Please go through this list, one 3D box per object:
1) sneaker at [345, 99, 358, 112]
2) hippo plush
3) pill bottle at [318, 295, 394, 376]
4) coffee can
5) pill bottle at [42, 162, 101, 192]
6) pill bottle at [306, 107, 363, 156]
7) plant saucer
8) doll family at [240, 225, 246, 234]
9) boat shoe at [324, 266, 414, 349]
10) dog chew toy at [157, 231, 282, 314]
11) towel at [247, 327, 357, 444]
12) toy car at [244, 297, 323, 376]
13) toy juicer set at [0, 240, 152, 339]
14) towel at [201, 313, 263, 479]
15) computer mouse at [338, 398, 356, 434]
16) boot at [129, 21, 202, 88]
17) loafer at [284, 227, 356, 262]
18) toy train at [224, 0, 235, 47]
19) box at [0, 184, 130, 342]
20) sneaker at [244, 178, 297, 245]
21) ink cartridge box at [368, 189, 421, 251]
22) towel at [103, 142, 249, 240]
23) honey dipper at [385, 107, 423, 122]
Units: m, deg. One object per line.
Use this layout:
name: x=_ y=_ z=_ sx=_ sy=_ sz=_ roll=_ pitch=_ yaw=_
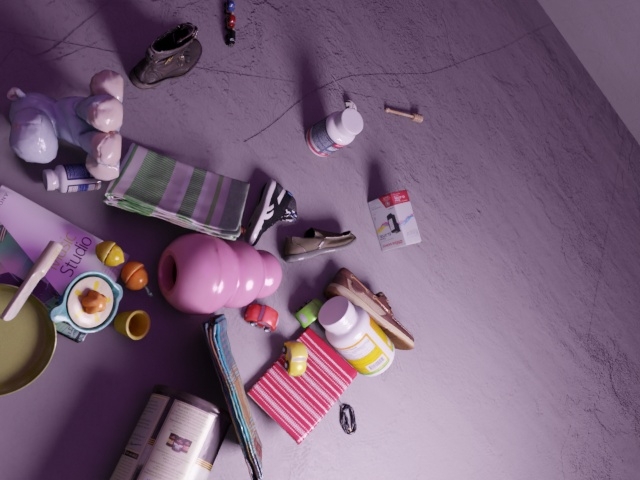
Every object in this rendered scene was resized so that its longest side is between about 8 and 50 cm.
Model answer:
sneaker: x=0.104 y=-0.429 z=1.948 sx=0.037 sy=0.032 sz=0.083 roll=-39 pitch=100 yaw=-35
hippo plush: x=-0.569 y=-0.286 z=1.303 sx=0.236 sy=0.234 sz=0.294 roll=2 pitch=53 yaw=-21
pill bottle: x=0.100 y=0.270 z=1.669 sx=0.246 sy=0.136 sz=0.136 roll=51 pitch=55 yaw=-33
coffee can: x=-0.342 y=0.492 z=1.309 sx=0.201 sy=0.201 sz=0.275 roll=34 pitch=62 yaw=-23
pill bottle: x=-0.589 y=-0.148 z=1.383 sx=0.120 sy=0.067 sz=0.067 roll=-10 pitch=84 yaw=-36
pill bottle: x=0.045 y=-0.334 z=1.792 sx=0.108 sy=0.180 sz=0.108 roll=9 pitch=74 yaw=-32
plant saucer: x=-0.681 y=0.205 z=1.214 sx=0.241 sy=0.037 sz=0.241 roll=-3 pitch=98 yaw=-24
doll family: x=-0.264 y=-0.082 z=1.589 sx=0.111 sy=0.076 sz=0.193 roll=6 pitch=80 yaw=-38
boat shoe: x=0.169 y=0.208 z=1.783 sx=0.342 sy=0.123 sz=0.123 roll=37 pitch=61 yaw=-14
dog chew toy: x=-0.240 y=0.085 z=1.492 sx=0.331 sy=0.206 sz=0.207 roll=4 pitch=76 yaw=-42
towel: x=-0.044 y=0.391 z=1.605 sx=0.199 sy=0.031 sz=0.275 roll=42 pitch=56 yaw=7
toy car: x=-0.065 y=0.228 z=1.628 sx=0.225 sy=0.053 sz=0.239 roll=-36 pitch=86 yaw=-36
toy juicer set: x=-0.496 y=0.096 z=1.272 sx=0.329 sy=0.089 sz=0.209 roll=23 pitch=73 yaw=-52
towel: x=-0.203 y=0.361 z=1.411 sx=0.040 sy=0.271 sz=0.370 roll=-18 pitch=89 yaw=-6
computer mouse: x=0.052 y=0.449 z=1.688 sx=0.071 sy=0.041 sz=0.242 roll=-29 pitch=95 yaw=-37
boot: x=-0.370 y=-0.497 z=1.519 sx=0.091 sy=0.229 sz=0.263 roll=52 pitch=56 yaw=-13
loafer: x=0.000 y=0.000 z=1.731 sx=0.251 sy=0.094 sz=0.087 roll=-14 pitch=91 yaw=-36
toy train: x=-0.270 y=-0.656 z=1.746 sx=0.027 sy=0.036 sz=0.158 roll=3 pitch=76 yaw=-34
box: x=-0.628 y=0.056 z=1.311 sx=0.322 sy=0.058 sz=0.232 roll=33 pitch=62 yaw=-23
sneaker: x=-0.129 y=-0.061 z=1.666 sx=0.121 sy=0.079 sz=0.217 roll=30 pitch=62 yaw=-23
ink cartridge box: x=0.239 y=-0.061 z=1.889 sx=0.072 sy=0.127 sz=0.175 roll=-14 pitch=86 yaw=-35
towel: x=-0.346 y=-0.125 z=1.462 sx=0.324 sy=0.038 sz=0.248 roll=17 pitch=38 yaw=-13
honey dipper: x=0.297 y=-0.454 z=2.090 sx=0.160 sy=0.030 sz=0.031 roll=8 pitch=74 yaw=-29
